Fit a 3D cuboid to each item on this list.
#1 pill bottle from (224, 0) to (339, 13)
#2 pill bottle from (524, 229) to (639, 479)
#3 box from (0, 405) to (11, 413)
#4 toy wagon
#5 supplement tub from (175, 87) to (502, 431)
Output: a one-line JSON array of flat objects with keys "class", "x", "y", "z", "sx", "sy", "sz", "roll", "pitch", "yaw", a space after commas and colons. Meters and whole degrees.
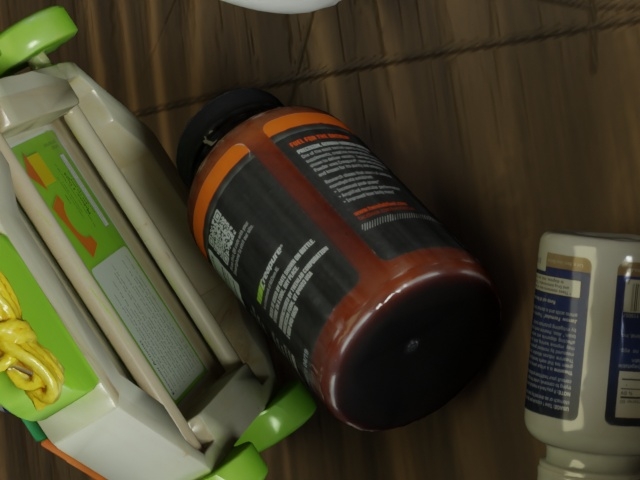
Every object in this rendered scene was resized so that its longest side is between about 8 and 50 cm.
[{"class": "pill bottle", "x": 0.003, "y": -0.263, "z": 0.915, "sx": 0.162, "sy": 0.162, "sz": 0.278, "roll": 56, "pitch": 130, "yaw": 36}, {"class": "pill bottle", "x": 0.126, "y": 0.057, "z": 0.827, "sx": 0.067, "sy": 0.067, "sz": 0.120, "roll": 10, "pitch": 96, "yaw": 51}, {"class": "box", "x": -0.200, "y": 0.048, "z": 1.237, "sx": 0.137, "sy": 0.072, "sz": 0.126, "roll": 3, "pitch": 91, "yaw": 52}, {"class": "toy wagon", "x": -0.119, "y": 0.018, "z": 0.931, "sx": 0.068, "sy": 0.344, "sz": 0.267, "roll": -32, "pitch": 93, "yaw": 16}, {"class": "supplement tub", "x": 0.000, "y": 0.000, "z": 0.958, "sx": 0.198, "sy": 0.106, "sz": 0.106, "roll": 49, "pitch": 126, "yaw": 40}]
